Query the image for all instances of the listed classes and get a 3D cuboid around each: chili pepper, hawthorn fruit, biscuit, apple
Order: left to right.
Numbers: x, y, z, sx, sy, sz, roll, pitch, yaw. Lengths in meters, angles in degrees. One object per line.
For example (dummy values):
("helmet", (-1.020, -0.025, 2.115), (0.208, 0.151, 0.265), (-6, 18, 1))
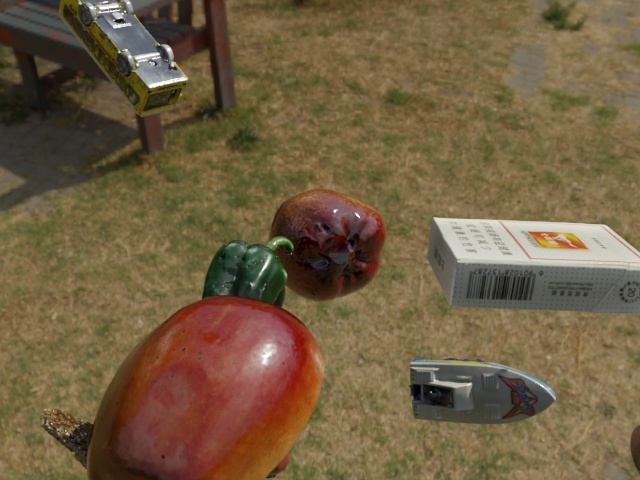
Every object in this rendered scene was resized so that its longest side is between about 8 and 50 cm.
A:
("biscuit", (-0.358, 0.359, 1.208), (0.237, 0.026, 0.131), (35, 3, -25))
("apple", (-0.183, 0.258, 1.115), (0.295, 0.328, 0.365), (29, 52, 2))
("chili pepper", (-0.141, 0.078, 1.431), (0.165, 0.173, 0.261), (8, 47, 14))
("hawthorn fruit", (0.012, 0.009, 1.750), (0.295, 0.294, 0.311), (1, 0, -2))

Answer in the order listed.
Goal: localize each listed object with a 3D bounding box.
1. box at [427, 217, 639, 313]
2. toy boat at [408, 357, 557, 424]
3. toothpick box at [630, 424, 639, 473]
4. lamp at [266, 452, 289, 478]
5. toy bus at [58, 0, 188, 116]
("box", (0.368, 0.039, 1.247), (0.331, 0.095, 0.210), (1, 21, -3))
("toy boat", (0.322, 0.306, 1.456), (0.295, 0.129, 0.088), (-1, 8, 25))
("toothpick box", (0.625, 0.358, 1.236), (0.149, 0.098, 0.098), (-3, 39, -10))
("lamp", (-0.125, 0.533, 1.762), (0.101, 0.090, 0.101), (-5, 0, 0))
("toy bus", (-0.286, -0.280, 1.028), (0.081, 0.074, 0.226), (-27, 70, -43))
